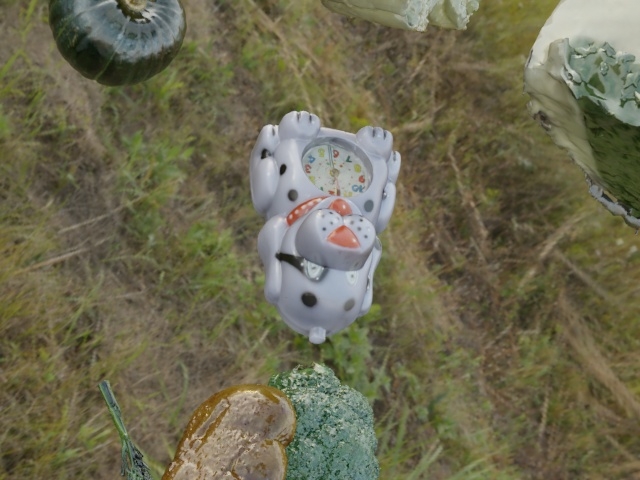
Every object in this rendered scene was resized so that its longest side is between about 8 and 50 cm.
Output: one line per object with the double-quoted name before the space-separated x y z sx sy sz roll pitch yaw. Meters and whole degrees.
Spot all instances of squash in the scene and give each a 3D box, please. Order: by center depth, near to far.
"squash" -0.310 -0.346 1.288 0.218 0.172 0.218 4 67 -10

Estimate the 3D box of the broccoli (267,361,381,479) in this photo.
"broccoli" -0.035 0.315 1.213 0.270 0.270 0.270 23 60 -48

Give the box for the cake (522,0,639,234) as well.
"cake" 0.218 -0.059 0.303 0.172 0.158 0.283 32 3 -31

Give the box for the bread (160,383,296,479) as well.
"bread" -0.121 0.306 0.878 0.084 0.124 0.344 78 28 -53

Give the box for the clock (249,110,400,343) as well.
"clock" 0.000 -0.004 0.965 0.189 0.189 0.254 28 44 -29

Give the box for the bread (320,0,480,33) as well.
"bread" 0.088 -0.331 0.959 0.314 0.192 0.171 -21 125 -56

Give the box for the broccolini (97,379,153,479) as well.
"broccolini" -0.233 0.232 0.977 0.035 0.030 0.140 -23 86 -24
